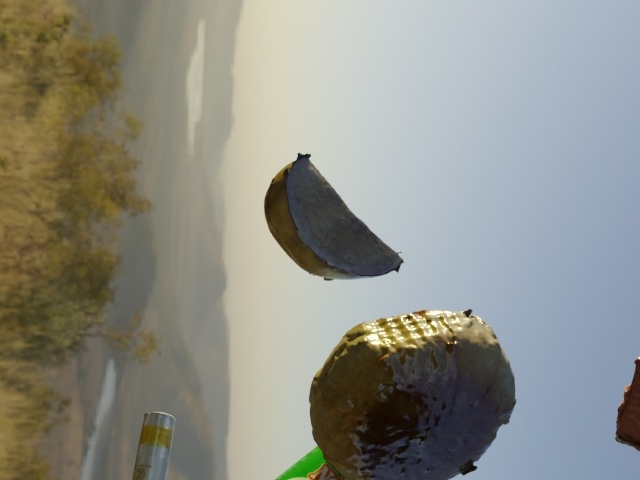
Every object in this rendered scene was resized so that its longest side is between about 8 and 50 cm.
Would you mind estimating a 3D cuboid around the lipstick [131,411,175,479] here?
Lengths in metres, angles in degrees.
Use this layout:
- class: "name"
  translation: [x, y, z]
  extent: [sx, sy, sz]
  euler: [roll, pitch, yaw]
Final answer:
- class: "lipstick"
  translation: [-0.296, 0.426, 1.682]
  extent: [0.059, 0.059, 0.264]
  euler: [101, -4, -59]

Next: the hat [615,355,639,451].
- class: "hat"
  translation: [0.738, 0.336, 1.965]
  extent: [0.107, 0.286, 0.236]
  euler: [19, 90, -51]

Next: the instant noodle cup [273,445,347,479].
- class: "instant noodle cup"
  translation: [-0.008, 0.405, 1.405]
  extent: [0.207, 0.233, 0.207]
  euler: [44, -30, 34]

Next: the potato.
- class: "potato"
  translation: [0.000, 0.000, 1.489]
  extent: [0.098, 0.243, 0.138]
  euler: [-30, -161, 44]

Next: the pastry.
- class: "pastry"
  translation: [0.088, 0.157, 0.936]
  extent: [0.093, 0.192, 0.182]
  euler: [-119, -160, -55]
